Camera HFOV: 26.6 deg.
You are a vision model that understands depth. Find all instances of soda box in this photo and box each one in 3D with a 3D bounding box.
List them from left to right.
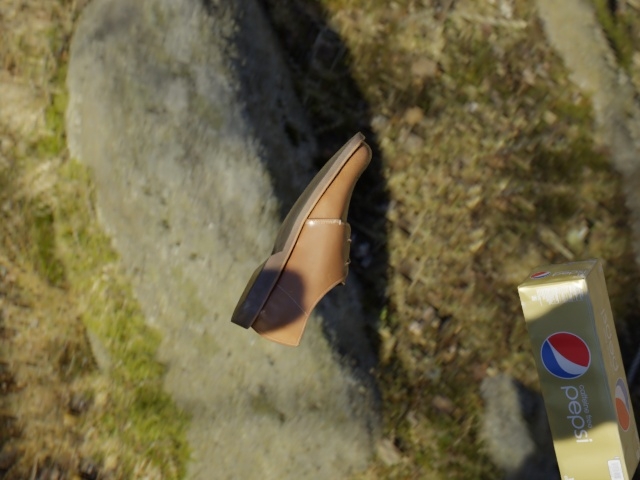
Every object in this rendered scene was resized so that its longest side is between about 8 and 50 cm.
[{"bbox_3d":[0.217,0.110,1.124,0.061,0.058,0.181,-36,115,-61],"label":"soda box"}]

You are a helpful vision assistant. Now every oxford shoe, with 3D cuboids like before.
[{"bbox_3d":[0.000,0.000,1.232,0.076,0.076,0.212,30,77,-6],"label":"oxford shoe"}]
